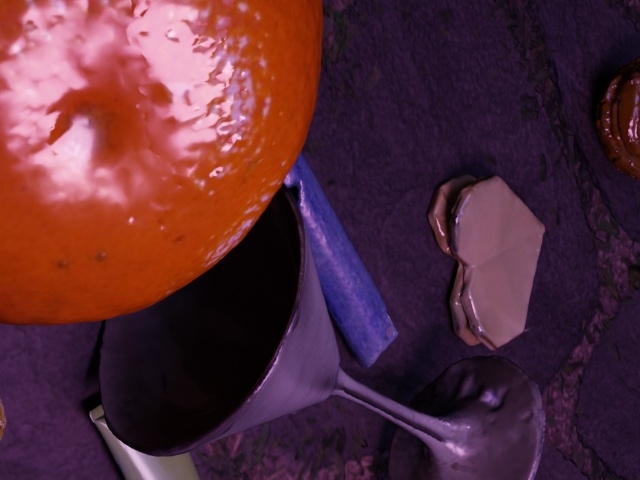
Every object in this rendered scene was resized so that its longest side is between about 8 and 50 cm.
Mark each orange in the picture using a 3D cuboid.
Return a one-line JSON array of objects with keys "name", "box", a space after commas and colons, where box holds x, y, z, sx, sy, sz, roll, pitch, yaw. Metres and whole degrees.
[{"name": "orange", "box": [-0.205, -0.149, 1.052, 0.424, 0.326, 0.424, -8, 118, -15]}]

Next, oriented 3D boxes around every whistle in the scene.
[{"name": "whistle", "box": [0.000, 0.000, 1.441, 0.062, 0.062, 0.304, -46, 120, -33]}]

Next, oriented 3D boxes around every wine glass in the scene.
[{"name": "wine glass", "box": [0.017, 0.137, 1.322, 0.406, 0.267, 0.267, 33, 68, -40]}]

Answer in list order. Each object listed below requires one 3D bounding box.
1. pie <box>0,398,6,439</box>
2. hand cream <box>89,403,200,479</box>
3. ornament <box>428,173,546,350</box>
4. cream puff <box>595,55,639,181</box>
[{"name": "pie", "box": [-0.306, 0.153, 1.181, 0.084, 0.021, 0.084, 0, 90, -39]}, {"name": "hand cream", "box": [-0.152, 0.217, 1.310, 0.095, 0.046, 0.175, -33, 104, -45]}, {"name": "ornament", "box": [0.212, 0.013, 1.648, 0.180, 0.059, 0.201, -25, 109, -42]}, {"name": "cream puff", "box": [0.419, -0.158, 1.800, 0.150, 0.115, 0.165, 14, 89, -35]}]
